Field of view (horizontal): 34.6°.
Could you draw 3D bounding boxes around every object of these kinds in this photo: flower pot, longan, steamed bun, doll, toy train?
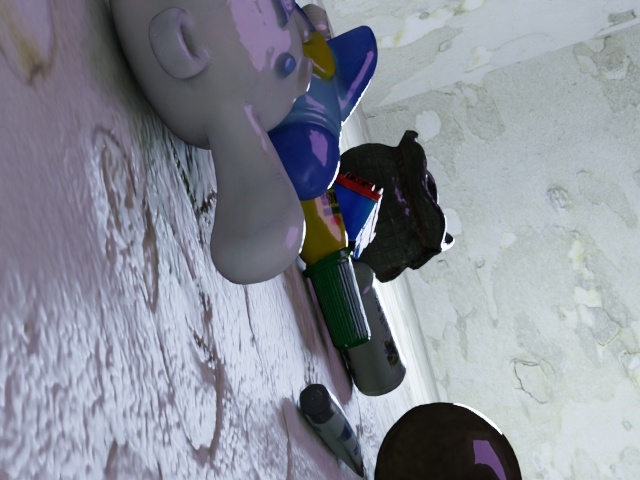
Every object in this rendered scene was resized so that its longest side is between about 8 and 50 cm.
[{"bbox_3d":[0.148,-0.066,2.155,0.302,0.213,0.302,-18,90,-82],"label":"flower pot"},{"bbox_3d":[0.184,0.352,1.436,0.246,0.215,0.246,46,14,-16],"label":"longan"},{"bbox_3d":[-0.019,-0.370,2.032,0.183,0.106,0.183,-13,90,-82],"label":"steamed bun"},{"bbox_3d":[-0.059,-0.168,0.903,0.365,0.187,0.376,-20,112,-76],"label":"doll"},{"bbox_3d":[0.041,-0.028,1.629,0.131,0.082,0.204,-63,172,-18],"label":"toy train"}]

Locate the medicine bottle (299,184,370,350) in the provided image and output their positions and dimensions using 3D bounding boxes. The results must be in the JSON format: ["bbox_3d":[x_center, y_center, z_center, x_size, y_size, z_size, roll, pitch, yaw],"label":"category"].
[{"bbox_3d":[0.000,0.000,1.417,0.111,0.076,0.309,-11,85,-71],"label":"medicine bottle"}]

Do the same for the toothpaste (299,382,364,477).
[{"bbox_3d":[0.018,0.221,1.194,0.239,0.039,0.062,65,4,-61],"label":"toothpaste"}]

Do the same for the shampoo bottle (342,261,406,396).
[{"bbox_3d":[0.057,0.111,1.538,0.118,0.087,0.234,-87,159,-61],"label":"shampoo bottle"}]
